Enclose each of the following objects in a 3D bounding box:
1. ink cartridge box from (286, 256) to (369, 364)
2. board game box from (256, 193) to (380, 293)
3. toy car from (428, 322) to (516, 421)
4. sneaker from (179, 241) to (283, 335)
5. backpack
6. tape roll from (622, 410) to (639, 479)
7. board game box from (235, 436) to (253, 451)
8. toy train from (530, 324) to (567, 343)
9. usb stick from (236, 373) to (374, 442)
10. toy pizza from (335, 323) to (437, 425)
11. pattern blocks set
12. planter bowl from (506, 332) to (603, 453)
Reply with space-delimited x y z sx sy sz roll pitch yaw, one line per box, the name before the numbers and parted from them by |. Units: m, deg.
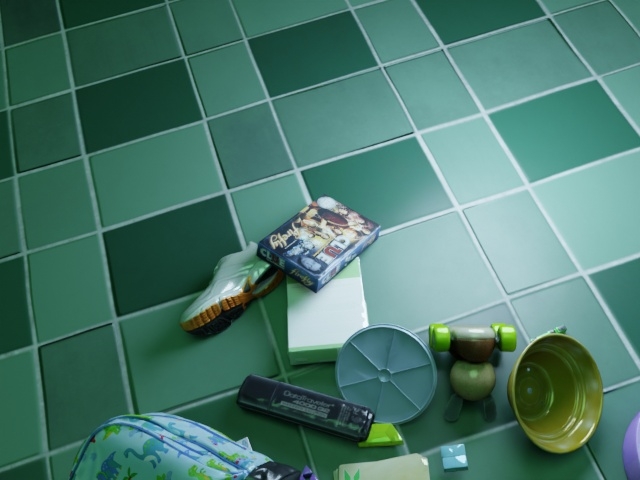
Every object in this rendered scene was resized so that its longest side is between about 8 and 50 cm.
ink cartridge box | 0.013 0.147 1.473 0.171 0.056 0.235 -6 46 1
board game box | 0.000 0.000 1.522 0.165 0.042 0.243 31 45 21
toy car | 0.297 0.259 1.356 0.155 0.149 0.188 0 86 3
sneaker | -0.208 0.102 1.507 0.262 0.099 0.121 -35 54 -24
backpack | -0.265 0.446 1.212 0.355 0.273 0.290 28 93 34
tape roll | 0.697 0.395 1.235 0.274 0.090 0.275 -2 59 3
board game box | -0.167 0.440 1.328 0.090 0.020 0.090 -22 59 -6
toy train | 0.469 0.195 1.417 0.083 0.024 0.017 -22 59 -8
usb stick | -0.033 0.329 1.358 0.278 0.045 0.077 12 52 18
toy pizza | 0.129 0.262 1.358 0.201 0.032 0.201 1 92 14
pattern blocks set | 0.112 0.467 1.252 0.324 0.026 0.285 -2 46 15
planter bowl | 0.421 0.286 1.305 0.217 0.090 0.217 4 80 -24
